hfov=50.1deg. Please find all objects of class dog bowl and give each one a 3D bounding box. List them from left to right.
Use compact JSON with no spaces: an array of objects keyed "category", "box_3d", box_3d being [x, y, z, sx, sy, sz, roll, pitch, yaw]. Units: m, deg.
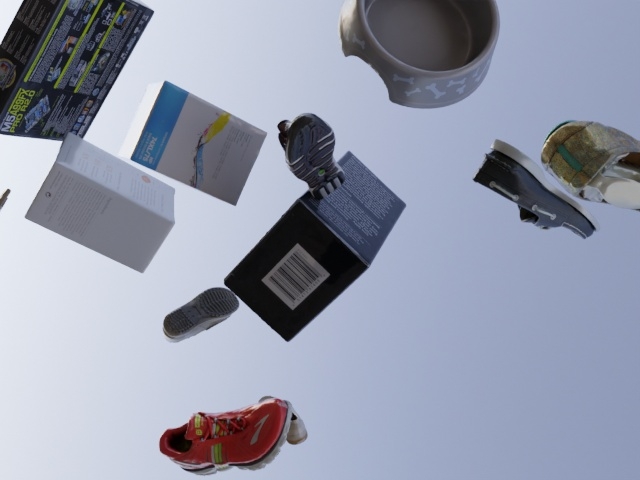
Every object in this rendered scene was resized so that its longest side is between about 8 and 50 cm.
[{"category":"dog bowl","box_3d":[0.215,-0.456,1.441,0.102,0.348,0.349,120,-44,-73]}]

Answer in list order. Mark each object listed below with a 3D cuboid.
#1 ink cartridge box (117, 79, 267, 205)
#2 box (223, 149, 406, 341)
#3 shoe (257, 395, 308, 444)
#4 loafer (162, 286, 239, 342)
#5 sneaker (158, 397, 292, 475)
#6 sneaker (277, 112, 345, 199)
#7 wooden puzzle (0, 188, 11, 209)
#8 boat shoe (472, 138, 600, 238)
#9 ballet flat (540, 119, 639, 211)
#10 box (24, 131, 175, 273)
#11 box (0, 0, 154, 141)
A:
[{"category":"ink cartridge box","box_3d":[-0.306,-0.230,1.636,0.198,0.270,0.197,21,-92,64]},{"category":"box","box_3d":[0.000,0.000,1.631,0.212,0.395,0.293,44,-62,-2]},{"category":"shoe","box_3d":[-0.096,0.412,1.637,0.219,0.076,0.058,20,-47,59]},{"category":"loafer","box_3d":[-0.348,0.213,1.956,0.102,0.268,0.092,57,-47,12]},{"category":"sneaker","box_3d":[-0.168,0.331,1.159,0.279,0.118,0.107,-29,-140,29]},{"category":"sneaker","box_3d":[-0.046,-0.197,1.350,0.106,0.281,0.162,-34,-113,-5]},{"category":"wooden puzzle","box_3d":[-0.487,-0.035,1.018,0.078,0.014,0.116,-34,-147,40]},{"category":"boat shoe","box_3d":[0.402,-0.074,1.281,0.091,0.302,0.114,-54,-157,7]},{"category":"ballet flat","box_3d":[0.464,-0.084,0.983,0.123,0.348,0.123,-24,-118,55]},{"category":"box","box_3d":[-0.295,-0.053,0.941,0.091,0.170,0.130,-54,-156,15]},{"category":"box","box_3d":[-0.400,-0.286,1.078,0.060,0.216,0.270,37,-76,12]}]
